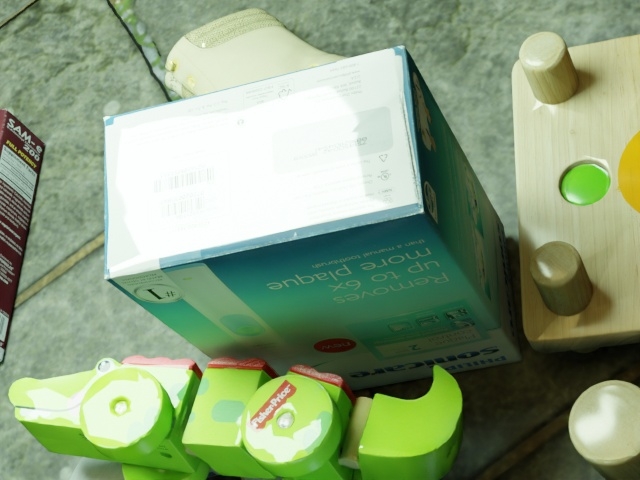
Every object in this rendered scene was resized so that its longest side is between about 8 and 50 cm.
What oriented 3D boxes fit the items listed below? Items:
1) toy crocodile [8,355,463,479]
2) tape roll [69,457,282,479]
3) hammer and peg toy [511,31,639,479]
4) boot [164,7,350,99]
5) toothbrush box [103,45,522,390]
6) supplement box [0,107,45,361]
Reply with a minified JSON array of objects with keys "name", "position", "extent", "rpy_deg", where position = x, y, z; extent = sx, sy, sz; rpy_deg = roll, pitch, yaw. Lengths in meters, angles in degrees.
[{"name":"toy crocodile","position":[-0.065,0.129,0.965],"extent":[0.340,0.115,0.105],"rpy_deg":[1,58,23]},{"name":"tape roll","position":[-0.093,0.222,1.039],"extent":[0.219,0.072,0.219],"rpy_deg":[-11,59,20]},{"name":"hammer and peg toy","position":[0.274,-0.001,0.959],"extent":[0.266,0.127,0.361],"rpy_deg":[-9,59,18]},{"name":"boot","position":[-0.083,-0.089,1.183],"extent":[0.262,0.095,0.203],"rpy_deg":[-45,52,-13]},{"name":"toothbrush box","position":[0.006,0.006,0.968],"extent":[0.216,0.295,0.126],"rpy_deg":[-11,65,15]},{"name":"supplement box","position":[-0.353,0.000,1.284],"extent":[0.130,0.073,0.239],"rpy_deg":[-8,59,21]}]
